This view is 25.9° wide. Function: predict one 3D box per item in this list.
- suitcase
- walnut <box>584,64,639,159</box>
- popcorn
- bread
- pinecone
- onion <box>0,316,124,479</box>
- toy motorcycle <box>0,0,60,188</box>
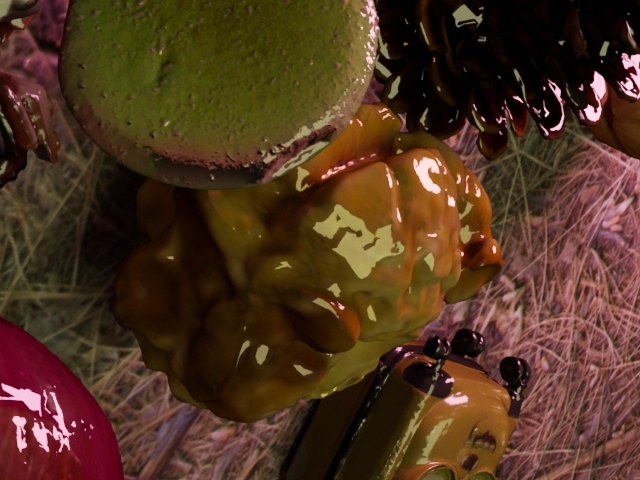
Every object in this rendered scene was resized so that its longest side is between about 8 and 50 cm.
[{"bbox_3d":[0.094,0.202,1.395,0.194,0.143,0.234,18,100,-50],"label":"suitcase"},{"bbox_3d":[0.358,-0.180,1.397,0.226,0.193,0.193,-32,134,-19],"label":"walnut"},{"bbox_3d":[0.000,0.000,1.072,0.332,0.225,0.265,-11,153,-26],"label":"popcorn"},{"bbox_3d":[-0.073,-0.144,0.950,0.228,0.228,0.033,-51,174,-10],"label":"bread"},{"bbox_3d":[0.178,-0.192,1.123,0.246,0.292,0.246,8,80,-53],"label":"pinecone"},{"bbox_3d":[-0.280,0.121,0.865,0.348,0.348,0.385,33,51,-51],"label":"onion"},{"bbox_3d":[-0.209,-0.141,0.899,0.118,0.084,0.212,-20,113,-34],"label":"toy motorcycle"}]
